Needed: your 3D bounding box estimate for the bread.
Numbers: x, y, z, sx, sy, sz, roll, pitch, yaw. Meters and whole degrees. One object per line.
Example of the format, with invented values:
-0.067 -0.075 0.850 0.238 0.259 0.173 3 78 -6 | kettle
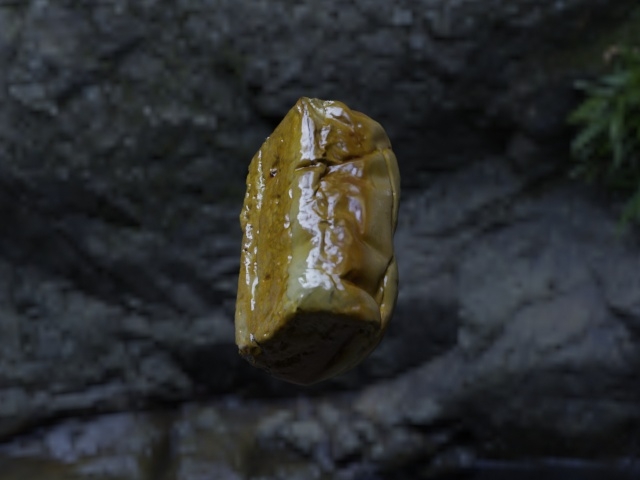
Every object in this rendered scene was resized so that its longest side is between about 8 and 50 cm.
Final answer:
0.000 0.000 2.004 0.132 0.167 0.294 26 45 -31 | bread
